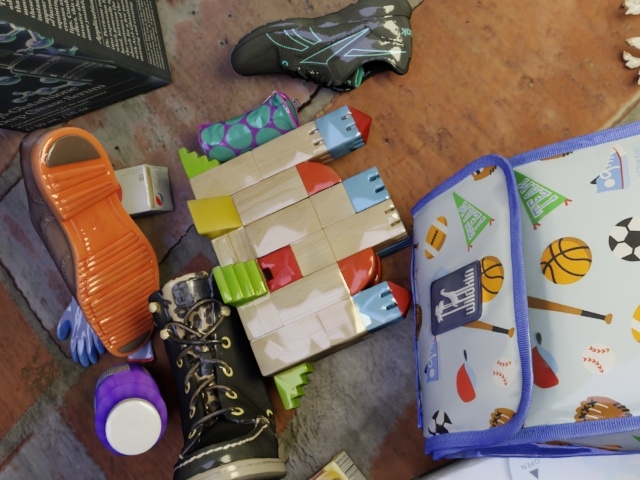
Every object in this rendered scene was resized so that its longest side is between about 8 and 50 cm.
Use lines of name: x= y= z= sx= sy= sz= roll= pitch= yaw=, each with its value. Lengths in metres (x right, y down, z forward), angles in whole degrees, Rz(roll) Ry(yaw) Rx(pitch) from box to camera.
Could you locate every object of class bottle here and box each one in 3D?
bottle: x=-0.268 y=0.240 z=0.980 sx=0.092 sy=0.283 sz=0.118 roll=-12 pitch=89 yaw=-18

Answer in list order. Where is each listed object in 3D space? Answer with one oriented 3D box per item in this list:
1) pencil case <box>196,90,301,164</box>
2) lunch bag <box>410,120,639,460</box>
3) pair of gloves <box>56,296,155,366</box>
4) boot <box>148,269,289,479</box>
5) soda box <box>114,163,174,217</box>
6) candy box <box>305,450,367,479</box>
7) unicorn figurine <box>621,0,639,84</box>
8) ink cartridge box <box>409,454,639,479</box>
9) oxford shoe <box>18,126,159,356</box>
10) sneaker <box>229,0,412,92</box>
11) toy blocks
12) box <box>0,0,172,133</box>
pencil case: x=-0.103 y=-0.164 z=1.021 sx=0.152 sy=0.064 sz=0.070 roll=-20 pitch=100 yaw=18
lunch bag: x=0.282 y=0.067 z=0.764 sx=0.386 sy=0.239 sz=0.327 roll=-12 pitch=62 yaw=28
pair of gloves: x=-0.349 y=0.125 z=1.137 sx=0.198 sy=0.023 sz=0.159 roll=-6 pitch=89 yaw=19
boot: x=-0.141 y=0.181 z=0.897 sx=0.138 sy=0.377 sz=0.284 roll=-20 pitch=78 yaw=1
soda box: x=-0.345 y=-0.064 z=1.107 sx=0.216 sy=0.069 sz=0.073 roll=-9 pitch=88 yaw=19
candy box: x=0.046 y=0.408 z=0.986 sx=0.109 sy=0.053 sz=0.186 roll=-44 pitch=76 yaw=16
unicorn figurine: x=0.424 y=-0.274 z=0.840 sx=0.111 sy=0.060 sz=0.161 roll=-1 pitch=107 yaw=19
ink cartridge box: x=0.320 y=0.408 z=0.821 sx=0.308 sy=0.091 sz=0.384 roll=-27 pitch=75 yaw=6
oxford shoe: x=-0.343 y=0.004 z=1.039 sx=0.133 sy=0.130 sz=0.363 roll=11 pitch=120 yaw=43
sneaker: x=-0.002 y=-0.256 z=0.965 sx=0.268 sy=0.101 sz=0.106 roll=-9 pitch=90 yaw=20
toy blocks: x=0.000 y=0.000 z=0.944 sx=0.261 sy=0.191 sz=0.381 roll=-24 pitch=75 yaw=6
box: x=-0.447 y=-0.309 z=0.966 sx=0.294 sy=0.395 sz=0.211 roll=-14 pitch=86 yaw=20
